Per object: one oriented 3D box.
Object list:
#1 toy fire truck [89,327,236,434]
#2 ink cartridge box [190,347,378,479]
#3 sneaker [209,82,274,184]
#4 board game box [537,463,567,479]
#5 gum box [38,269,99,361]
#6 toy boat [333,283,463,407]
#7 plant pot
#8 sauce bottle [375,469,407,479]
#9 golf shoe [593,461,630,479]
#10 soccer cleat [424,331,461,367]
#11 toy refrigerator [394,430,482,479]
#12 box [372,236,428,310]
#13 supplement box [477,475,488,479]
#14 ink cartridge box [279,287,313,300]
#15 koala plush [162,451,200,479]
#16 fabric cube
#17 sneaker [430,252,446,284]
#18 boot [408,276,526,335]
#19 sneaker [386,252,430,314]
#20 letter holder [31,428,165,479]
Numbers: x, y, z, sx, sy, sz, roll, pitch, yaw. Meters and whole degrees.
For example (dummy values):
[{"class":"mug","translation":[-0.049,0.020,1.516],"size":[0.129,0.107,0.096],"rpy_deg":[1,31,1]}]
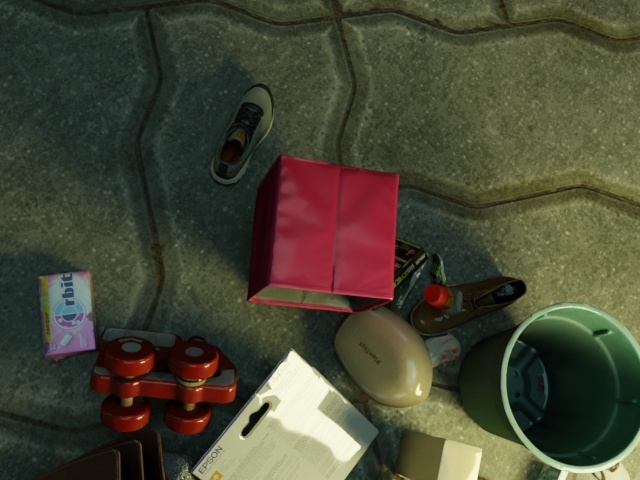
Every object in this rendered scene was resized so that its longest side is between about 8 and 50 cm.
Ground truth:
[{"class":"toy fire truck","translation":[-0.329,0.265,1.425],"size":[0.302,0.254,0.169],"rpy_deg":[6,111,-9]},{"class":"ink cartridge box","translation":[-0.074,0.447,1.461],"size":[0.324,0.071,0.330],"rpy_deg":[-49,114,-16]},{"class":"sneaker","translation":[-0.182,-0.266,1.632],"size":[0.100,0.108,0.272],"rpy_deg":[23,73,-4]},{"class":"board game box","translation":[0.547,0.584,1.606],"size":[0.020,0.090,0.090],"rpy_deg":[31,74,-3]},{"class":"gum box","translation":[-0.556,0.168,1.485],"size":[0.107,0.062,0.188],"rpy_deg":[-7,79,-13]},{"class":"toy boat","translation":[0.198,0.224,1.538],"size":[0.318,0.148,0.267],"rpy_deg":[-47,59,12]},{"class":"plant pot","translation":[0.494,0.327,1.524],"size":[0.341,0.334,0.341],"rpy_deg":[2,78,-11]},{"class":"sauce bottle","translation":[0.261,0.666,1.520],"size":[0.344,0.111,0.111],"rpy_deg":[39,74,0]},{"class":"golf shoe","translation":[0.699,0.535,1.647],"size":[0.198,0.094,0.077],"rpy_deg":[46,73,-1]},{"class":"soccer cleat","translation":[0.245,0.284,1.629],"size":[0.196,0.076,0.068],"rpy_deg":[-21,124,-1]},{"class":"toy refrigerator","translation":[0.256,0.487,1.475],"size":[0.094,0.269,0.102],"rpy_deg":[17,75,-7]},{"class":"box","translation":[0.128,0.063,1.588],"size":[0.184,0.190,0.045],"rpy_deg":[-41,124,-18]},{"class":"supplement box","translation":[0.465,0.655,1.582],"size":[0.233,0.078,0.080],"rpy_deg":[37,77,-1]},{"class":"ink cartridge box","translation":[-0.056,0.050,1.572],"size":[0.082,0.139,0.191],"rpy_deg":[10,77,-11]},{"class":"koala plush","translation":[-0.357,0.549,1.407],"size":[0.221,0.203,0.196],"rpy_deg":[0,68,10]},{"class":"fabric cube","translation":[0.000,0.000,1.391],"size":[0.259,0.254,0.258],"rpy_deg":[8,75,-13]},{"class":"sneaker","translation":[0.293,0.073,1.694],"size":[0.035,0.031,0.083],"rpy_deg":[-10,76,-6]},{"class":"boot","translation":[0.364,0.151,1.651],"size":[0.305,0.115,0.112],"rpy_deg":[-18,84,-13]},{"class":"sneaker","translation":[0.191,0.096,1.659],"size":[0.086,0.064,0.192],"rpy_deg":[28,77,9]},{"class":"letter holder","translation":[-0.468,0.485,1.303],"size":[0.301,0.152,0.214],"rpy_deg":[-26,51,12]}]
